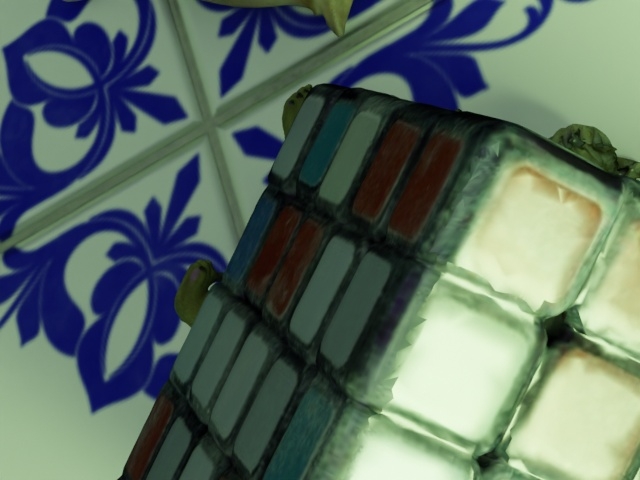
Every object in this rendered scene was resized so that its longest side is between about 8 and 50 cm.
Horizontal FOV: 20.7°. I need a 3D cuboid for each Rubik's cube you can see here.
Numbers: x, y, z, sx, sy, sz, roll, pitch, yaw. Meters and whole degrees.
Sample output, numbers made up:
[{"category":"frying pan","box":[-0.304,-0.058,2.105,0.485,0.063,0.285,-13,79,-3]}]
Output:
[{"category":"Rubik's cube","box":[0.088,0.120,0.778,0.292,0.287,0.293,-64,16,2]}]

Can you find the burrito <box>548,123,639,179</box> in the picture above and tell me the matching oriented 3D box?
[{"category":"burrito","box":[0.086,0.020,1.006,0.229,0.063,0.058,-43,87,13]}]

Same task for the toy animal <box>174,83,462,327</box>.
[{"category":"toy animal","box":[0.000,0.000,1.057,0.101,0.103,0.218,32,93,14]}]

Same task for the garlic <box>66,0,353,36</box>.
[{"category":"garlic","box":[-0.086,-0.235,1.171,0.266,0.128,0.148,8,70,44]}]
